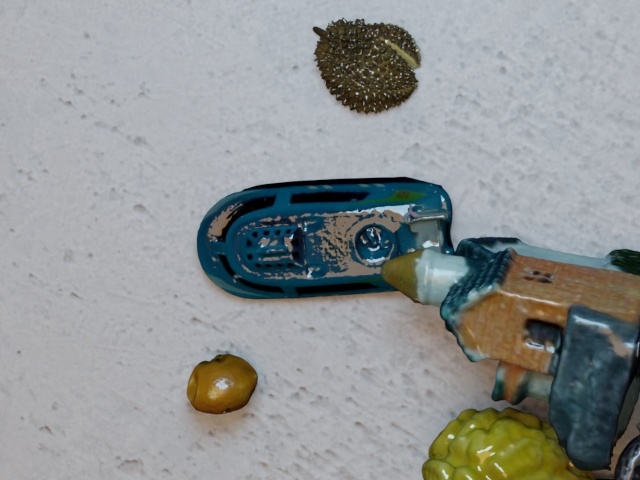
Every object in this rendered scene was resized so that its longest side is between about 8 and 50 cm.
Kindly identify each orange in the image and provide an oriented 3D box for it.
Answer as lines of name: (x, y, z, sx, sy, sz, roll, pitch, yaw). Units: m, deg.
orange: (-0.111, 0.161, 1.532, 0.086, 0.086, 0.062, -3, 108, 11)

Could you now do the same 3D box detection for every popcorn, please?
popcorn: (0.197, 0.293, 1.451, 0.226, 0.203, 0.200, 26, 55, -27)

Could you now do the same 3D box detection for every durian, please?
durian: (0.042, -0.205, 1.499, 0.140, 0.071, 0.110, 34, 98, 12)

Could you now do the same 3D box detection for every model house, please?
model house: (0.198, 0.088, 1.391, 0.291, 0.253, 0.184, 17, 114, 14)

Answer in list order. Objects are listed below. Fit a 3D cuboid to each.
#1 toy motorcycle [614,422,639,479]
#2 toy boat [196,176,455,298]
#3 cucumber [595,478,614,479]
toy motorcycle: (0.445, 0.161, 1.370, 0.340, 0.108, 0.223, -6, 97, -21)
toy boat: (0.000, 0.000, 1.506, 0.298, 0.092, 0.134, -4, 95, 10)
cucumber: (0.370, 0.277, 1.476, 0.133, 0.032, 0.032, -3, 92, 10)
